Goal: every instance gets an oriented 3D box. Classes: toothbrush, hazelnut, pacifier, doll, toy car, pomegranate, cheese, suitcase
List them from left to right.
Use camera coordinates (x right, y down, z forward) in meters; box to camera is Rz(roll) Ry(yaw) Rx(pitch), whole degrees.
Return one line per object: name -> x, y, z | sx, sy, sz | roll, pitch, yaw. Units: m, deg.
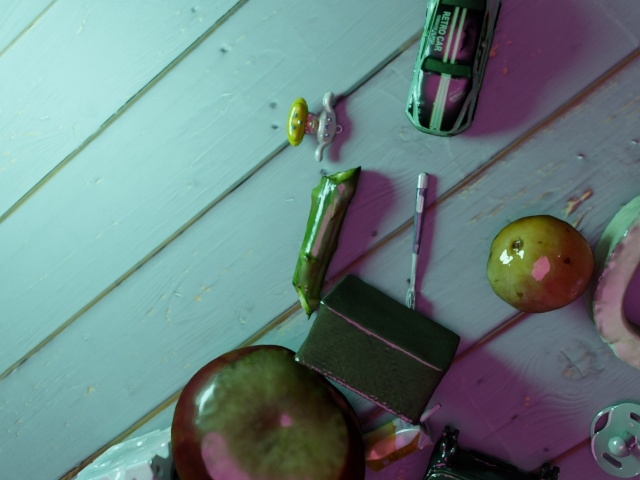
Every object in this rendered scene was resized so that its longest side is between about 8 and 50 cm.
hazelnut -> -0.097, 0.402, 1.418 | 0.359, 0.359, 0.409 | -44, 89, 14
doll -> -0.013, -0.227, 1.449 | 0.113, 0.071, 0.135 | -15, 100, -4
toothbrush -> 0.195, 0.005, 1.445 | 0.024, 0.026, 0.288 | 6, 98, 4
toy car -> 0.247, -0.350, 1.337 | 0.136, 0.125, 0.306 | 14, 99, 10
suitcase -> 0.295, 0.625, 1.419 | 0.283, 0.194, 0.434 | 19, 102, 10
pomegranate -> 0.407, 0.047, 1.320 | 0.191, 0.191, 0.191 | 2, 98, 12
pacifier -> 0.576, 0.382, 1.366 | 0.127, 0.116, 0.150 | 44, 110, 31
cheese -> 0.647, 0.074, 1.288 | 0.292, 0.153, 0.332 | 17, 102, 10

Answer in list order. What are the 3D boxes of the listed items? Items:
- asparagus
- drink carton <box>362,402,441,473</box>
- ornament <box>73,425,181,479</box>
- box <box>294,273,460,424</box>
asparagus -> 0.001, 0.001, 1.464 | 0.085, 0.082, 0.343 | 14, 104, -26
drink carton -> 0.176, 0.400, 1.471 | 0.200, 0.084, 0.074 | -31, 121, 15
ornament -> -0.369, 0.564, 1.534 | 0.239, 0.240, 0.239 | -23, 92, 15
box -> 0.114, 0.207, 1.398 | 0.273, 0.184, 0.143 | 28, 112, 9
